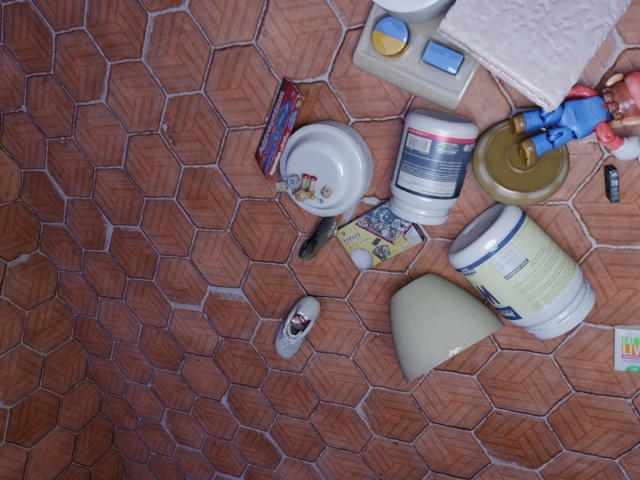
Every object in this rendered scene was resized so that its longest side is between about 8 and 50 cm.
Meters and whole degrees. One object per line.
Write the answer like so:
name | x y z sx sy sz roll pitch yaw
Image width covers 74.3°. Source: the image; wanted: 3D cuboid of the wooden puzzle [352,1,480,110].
wooden puzzle | 0.276 -0.549 1.063 0.322 0.080 0.348 28 120 9

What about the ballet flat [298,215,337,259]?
ballet flat | 0.000 0.000 1.402 0.058 0.084 0.250 22 142 -17

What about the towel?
towel | 0.465 -0.493 0.919 0.317 0.053 0.332 36 84 4

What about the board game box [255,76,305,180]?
board game box | -0.132 -0.342 1.302 0.027 0.145 0.281 8 125 -30

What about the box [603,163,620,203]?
box | 0.730 -0.142 1.058 0.018 0.067 0.083 -8 108 25

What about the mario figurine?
mario figurine | 0.634 -0.280 1.004 0.320 0.170 0.198 -16 115 17

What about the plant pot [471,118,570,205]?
plant pot | 0.510 -0.206 1.070 0.236 0.032 0.237 -2 80 9

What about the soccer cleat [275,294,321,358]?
soccer cleat | -0.109 0.343 1.579 0.116 0.143 0.331 31 121 7

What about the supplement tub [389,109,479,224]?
supplement tub | 0.297 -0.199 1.142 0.191 0.191 0.272 17 118 15

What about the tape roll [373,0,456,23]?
tape roll | 0.210 -0.625 0.929 0.246 0.169 0.246 7 110 19

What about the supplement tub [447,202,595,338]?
supplement tub | 0.535 0.080 1.139 0.325 0.235 0.235 44 121 0

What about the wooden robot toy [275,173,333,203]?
wooden robot toy | -0.056 -0.146 1.209 0.173 0.079 0.076 17 118 16

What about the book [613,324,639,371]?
book | 0.898 0.310 1.209 0.096 0.035 0.144 -4 112 28

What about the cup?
cup | 0.340 0.241 1.275 0.331 0.331 0.237 -44 65 31

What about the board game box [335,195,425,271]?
board game box | 0.186 -0.019 1.355 0.243 0.042 0.165 -29 99 30

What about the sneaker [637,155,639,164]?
sneaker | 0.912 -0.062 0.906 0.447 0.257 0.169 38 121 3

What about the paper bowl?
paper bowl | 0.008 -0.212 1.286 0.284 0.148 0.285 10 116 20
